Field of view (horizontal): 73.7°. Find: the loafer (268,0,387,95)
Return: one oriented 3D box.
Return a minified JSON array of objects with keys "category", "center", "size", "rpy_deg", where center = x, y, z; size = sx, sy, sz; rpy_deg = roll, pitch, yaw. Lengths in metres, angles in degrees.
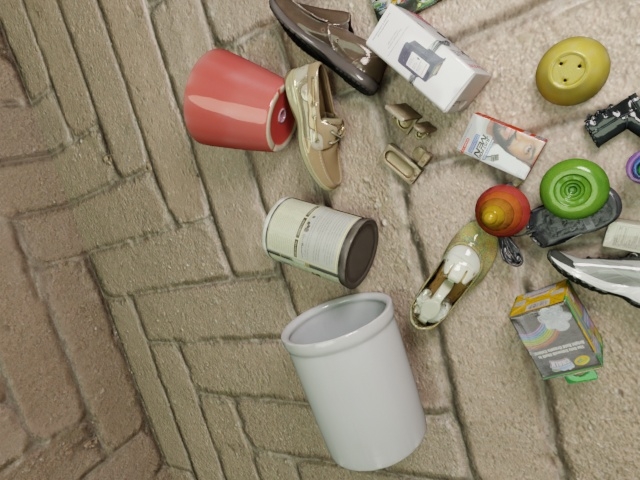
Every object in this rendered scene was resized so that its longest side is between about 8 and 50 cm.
[{"category":"loafer","center":[0.029,-0.523,1.091],"size":[0.366,0.134,0.130],"rpy_deg":[40,100,5]}]

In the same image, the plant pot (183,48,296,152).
[{"category":"plant pot","center":[-0.207,-0.378,1.213],"size":[0.243,0.275,0.275],"rpy_deg":[20,117,17]}]

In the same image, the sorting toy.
[{"category":"sorting toy","center":[0.476,-0.089,0.859],"size":[0.365,0.126,0.127],"rpy_deg":[-20,89,37]}]

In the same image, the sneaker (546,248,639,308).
[{"category":"sneaker","center":[0.631,0.069,0.911],"size":[0.271,0.100,0.108],"rpy_deg":[22,93,29]}]

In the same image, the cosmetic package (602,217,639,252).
[{"category":"cosmetic package","center":[0.658,-0.008,0.885],"size":[0.115,0.041,0.060],"rpy_deg":[16,115,29]}]

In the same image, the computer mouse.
[{"category":"computer mouse","center":[0.507,-0.071,0.962],"size":[0.262,0.060,0.184],"rpy_deg":[-34,70,35]}]

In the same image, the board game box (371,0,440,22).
[{"category":"board game box","center":[0.233,-0.603,0.970],"size":[0.259,0.030,0.136],"rpy_deg":[-12,97,36]}]

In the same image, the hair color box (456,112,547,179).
[{"category":"hair color box","center":[0.410,-0.217,0.971],"size":[0.167,0.053,0.093],"rpy_deg":[30,121,21]}]

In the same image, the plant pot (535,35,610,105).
[{"category":"plant pot","center":[0.495,-0.335,0.846],"size":[0.134,0.095,0.134],"rpy_deg":[12,113,30]}]

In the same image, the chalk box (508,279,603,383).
[{"category":"chalk box","center":[0.554,0.224,0.982],"size":[0.132,0.132,0.213],"rpy_deg":[-29,90,36]}]

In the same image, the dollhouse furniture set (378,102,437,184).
[{"category":"dollhouse furniture set","center":[0.200,-0.232,1.061],"size":[0.144,0.123,0.151],"rpy_deg":[43,125,14]}]

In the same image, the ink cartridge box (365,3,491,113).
[{"category":"ink cartridge box","center":[0.243,-0.397,0.944],"size":[0.237,0.172,0.100],"rpy_deg":[46,125,12]}]

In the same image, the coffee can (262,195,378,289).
[{"category":"coffee can","center":[0.000,0.000,1.227],"size":[0.275,0.201,0.202],"rpy_deg":[18,116,28]}]

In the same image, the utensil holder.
[{"category":"utensil holder","center":[0.105,0.388,1.227],"size":[0.327,0.327,0.386],"rpy_deg":[-13,102,36]}]

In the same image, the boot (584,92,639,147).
[{"category":"boot","center":[0.598,-0.220,0.849],"size":[0.099,0.045,0.121],"rpy_deg":[-31,81,35]}]

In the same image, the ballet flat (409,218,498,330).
[{"category":"ballet flat","center":[0.334,0.104,1.096],"size":[0.123,0.123,0.349],"rpy_deg":[37,123,18]}]

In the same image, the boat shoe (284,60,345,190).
[{"category":"boat shoe","center":[0.006,-0.298,1.153],"size":[0.110,0.121,0.341],"rpy_deg":[-5,114,32]}]
